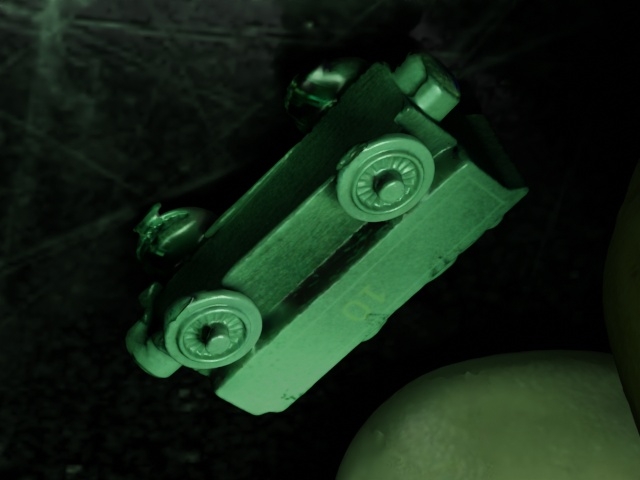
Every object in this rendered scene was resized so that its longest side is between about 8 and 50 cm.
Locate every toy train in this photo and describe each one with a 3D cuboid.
[{"bbox_3d":[0.000,0.000,0.674,0.172,0.070,0.099,-43,131,17],"label":"toy train"}]

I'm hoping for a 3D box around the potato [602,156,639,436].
[{"bbox_3d":[0.246,0.044,0.605,0.351,0.218,0.202,22,121,-41],"label":"potato"}]

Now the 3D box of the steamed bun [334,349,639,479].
[{"bbox_3d":[0.144,0.261,0.741,0.342,0.255,0.368,13,110,-23],"label":"steamed bun"}]
